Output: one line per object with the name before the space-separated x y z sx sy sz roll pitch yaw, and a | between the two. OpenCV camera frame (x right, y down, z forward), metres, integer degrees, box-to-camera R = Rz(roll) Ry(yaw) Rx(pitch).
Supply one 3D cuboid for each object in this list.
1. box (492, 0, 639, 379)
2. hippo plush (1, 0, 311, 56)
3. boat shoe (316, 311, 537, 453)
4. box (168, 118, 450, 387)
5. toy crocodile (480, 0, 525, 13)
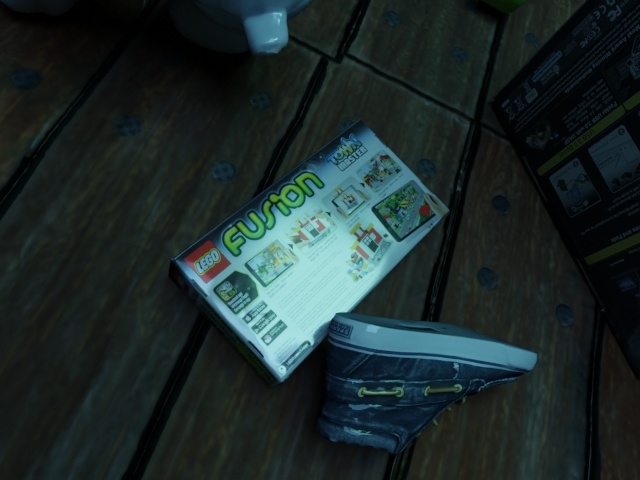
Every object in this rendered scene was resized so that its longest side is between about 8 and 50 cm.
box | 0.327 -0.092 0.351 0.097 0.395 0.318 -13 72 -23
hippo plush | -0.099 -0.264 0.361 0.236 0.294 0.234 17 85 -20
boat shoe | 0.079 0.105 0.376 0.183 0.065 0.083 12 91 -27
box | 0.000 0.000 0.402 0.114 0.036 0.207 47 61 5
toy crocodile | 0.248 -0.424 0.644 0.115 0.105 0.341 14 59 -13
